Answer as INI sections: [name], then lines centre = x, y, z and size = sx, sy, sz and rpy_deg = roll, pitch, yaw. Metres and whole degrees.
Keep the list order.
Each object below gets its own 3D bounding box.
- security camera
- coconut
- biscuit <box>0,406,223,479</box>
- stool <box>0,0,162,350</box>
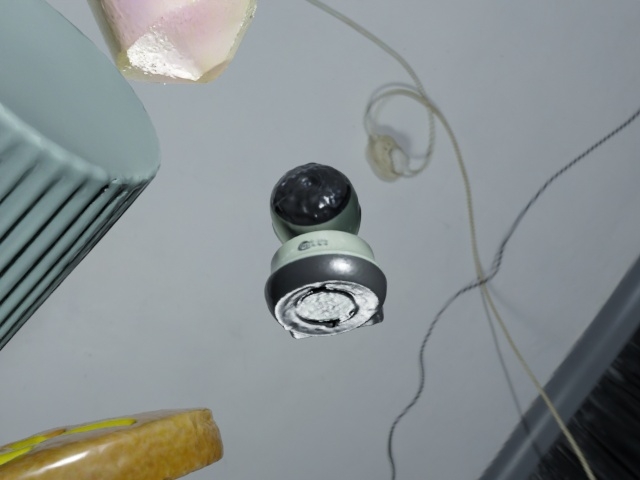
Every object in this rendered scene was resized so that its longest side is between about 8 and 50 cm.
[security camera]
centre = 0.000, 0.000, 1.321
size = 0.197, 0.277, 0.191
rpy_deg = -11, 142, 7
[coconut]
centre = -0.217, -0.346, 1.165
size = 0.233, 0.233, 0.245
rpy_deg = -26, 89, -7
[biscuit]
centre = -0.255, 0.220, 0.735
size = 0.350, 0.394, 0.070
rpy_deg = -4, 72, -53
[stool]
centre = -0.334, -0.039, 0.674
size = 0.330, 0.297, 0.297
rpy_deg = -40, 115, 15
